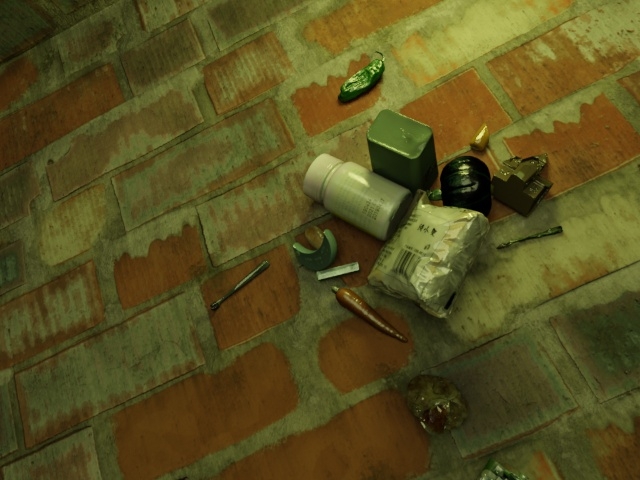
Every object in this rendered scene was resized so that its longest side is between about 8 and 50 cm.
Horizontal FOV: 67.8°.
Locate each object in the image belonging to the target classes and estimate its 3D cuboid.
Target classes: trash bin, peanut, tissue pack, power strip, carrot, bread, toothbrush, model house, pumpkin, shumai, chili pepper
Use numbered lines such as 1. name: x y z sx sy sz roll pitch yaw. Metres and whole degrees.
1. trash bin: 0.294 -0.298 1.714 0.223 0.343 0.158 30 84 20
2. peanut: 0.000 0.000 1.837 0.152 0.076 0.076 41 86 19
3. tissue pack: 0.329 0.033 1.550 0.389 0.195 0.376 -60 30 1
4. power strip: -0.021 0.049 1.793 0.216 0.044 0.137 -26 90 41
5. carrot: 0.171 0.267 1.721 0.336 0.069 0.069 37 84 15
6. bread: 0.620 -0.395 1.821 0.062 0.049 0.103 36 86 21
7. toothbrush: -0.319 0.176 1.882 0.297 0.030 0.030 -40 93 -2
8. model house: 0.749 -0.251 1.700 0.181 0.176 0.248 36 68 22
9. pumpkin: 0.483 -0.174 1.686 0.248 0.248 0.247 -4 72 13
10. shumai: 0.371 0.523 1.522 0.210 0.153 0.161 37 92 17
11. chili pepper: 0.179 -0.679 2.006 0.257 0.074 0.100 -38 68 1

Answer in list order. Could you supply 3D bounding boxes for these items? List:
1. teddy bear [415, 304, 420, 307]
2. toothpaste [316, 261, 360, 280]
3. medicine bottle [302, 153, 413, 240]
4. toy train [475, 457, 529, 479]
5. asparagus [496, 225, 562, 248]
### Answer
1. teddy bear: 0.393 0.153 1.661 0.177 0.140 0.190 31 101 4
2. toothpaste: 0.068 0.119 1.794 0.164 0.046 0.034 -15 72 9
3. medicine bottle: 0.138 -0.167 1.779 0.379 0.213 0.213 31 82 21
4. toy train: 0.574 0.774 1.353 0.307 0.249 0.173 35 81 20
5. asparagus: 0.738 -0.010 1.685 0.233 0.023 0.022 -17 25 8
